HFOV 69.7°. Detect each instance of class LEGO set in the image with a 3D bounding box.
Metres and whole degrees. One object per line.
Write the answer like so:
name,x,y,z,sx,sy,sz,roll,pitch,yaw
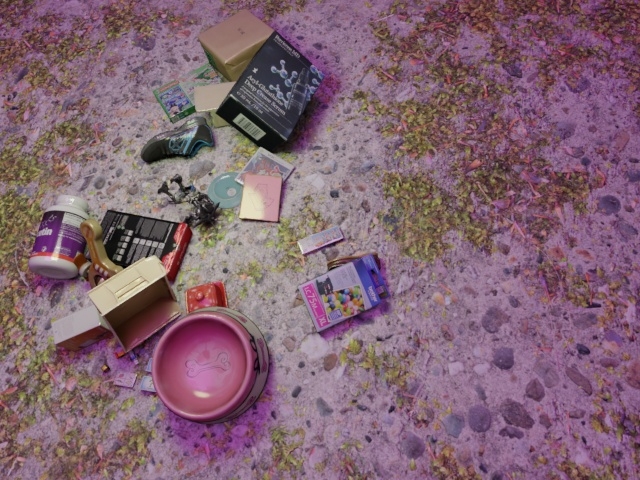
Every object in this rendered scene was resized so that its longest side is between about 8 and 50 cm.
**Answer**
LEGO set,-0.680,0.443,1.688,0.244,0.060,0.182,7,61,9

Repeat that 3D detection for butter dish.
butter dish,-0.444,0.224,1.737,0.160,0.118,0.160,-14,65,-2

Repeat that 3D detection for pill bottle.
pill bottle,-1.050,-0.016,1.874,0.181,0.181,0.323,-2,64,4

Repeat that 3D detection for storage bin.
storage bin,-0.650,0.224,1.651,0.260,0.262,0.123,-36,59,-28

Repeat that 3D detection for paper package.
paper package,-0.385,-0.936,2.239,0.309,0.168,0.325,-34,57,-11

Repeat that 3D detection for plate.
plate,-0.402,-0.225,2.003,0.188,0.024,0.188,-2,63,4

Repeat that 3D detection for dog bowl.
dog bowl,-0.387,0.424,1.572,0.408,0.150,0.408,-1,77,2

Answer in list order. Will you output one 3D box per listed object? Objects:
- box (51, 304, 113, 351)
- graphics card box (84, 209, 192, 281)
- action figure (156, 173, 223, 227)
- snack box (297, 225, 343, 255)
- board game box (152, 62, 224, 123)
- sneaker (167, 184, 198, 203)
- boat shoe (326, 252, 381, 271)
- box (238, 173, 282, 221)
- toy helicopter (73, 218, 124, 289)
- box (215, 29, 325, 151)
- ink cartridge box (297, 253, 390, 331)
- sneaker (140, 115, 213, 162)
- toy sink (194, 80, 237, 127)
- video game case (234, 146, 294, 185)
box,-0.881,0.329,1.719,0.170,0.130,0.091,-24,64,-6
graphics card box,-0.737,0.018,1.878,0.371,0.094,0.233,10,66,9
action figure,-0.532,-0.149,1.920,0.275,0.141,0.164,43,65,-6
snack box,0.000,0.000,1.858,0.178,0.022,0.064,-21,63,-5
board game box,-0.634,-0.727,2.255,0.317,0.046,0.213,-31,65,-9
sneaker,-0.604,-0.208,1.994,0.135,0.058,0.052,-25,65,-6
boat shoe,0.129,0.098,1.770,0.207,0.073,0.073,-10,62,0
box,-0.250,-0.181,1.941,0.164,0.021,0.201,5,76,2
toy helicopter,-0.845,0.083,1.748,0.235,0.355,0.140,9,27,26
box,-0.216,-0.642,2.015,0.293,0.212,0.395,35,67,-22
ink cartridge box,0.091,0.189,1.701,0.311,0.065,0.186,-24,89,-8
sneaker,-0.646,-0.426,2.068,0.341,0.125,0.140,-28,90,4
toy sink,-0.455,-0.629,2.145,0.234,0.131,0.153,-10,64,-5
video game case,-0.243,-0.291,2.005,0.183,0.023,0.201,31,71,8
